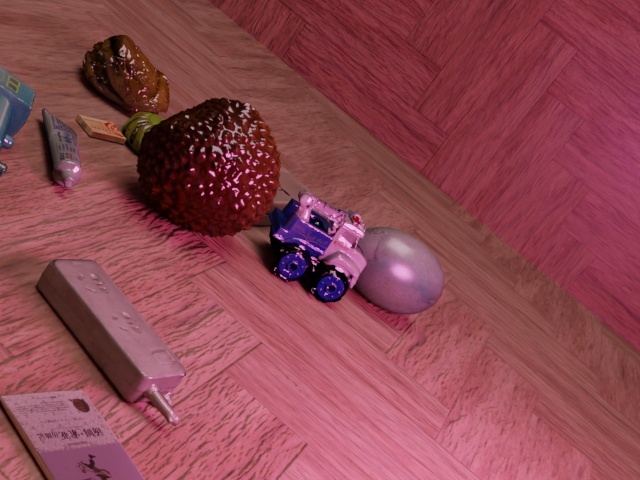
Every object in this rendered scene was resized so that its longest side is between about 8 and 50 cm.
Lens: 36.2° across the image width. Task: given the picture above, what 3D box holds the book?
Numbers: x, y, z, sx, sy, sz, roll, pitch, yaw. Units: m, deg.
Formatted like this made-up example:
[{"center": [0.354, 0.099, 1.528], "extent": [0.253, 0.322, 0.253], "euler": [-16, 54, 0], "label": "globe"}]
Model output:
[{"center": [-0.272, 0.237, 1.105], "extent": [0.182, 0.014, 0.127], "euler": [47, 19, 28], "label": "book"}]

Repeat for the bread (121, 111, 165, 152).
[{"center": [-0.342, -0.214, 2.010], "extent": [0.130, 0.071, 0.139], "euler": [28, 19, -14], "label": "bread"}]

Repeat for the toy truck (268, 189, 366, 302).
[{"center": [0.000, 0.000, 1.954], "extent": [0.213, 0.177, 0.161], "euler": [30, 18, -21], "label": "toy truck"}]

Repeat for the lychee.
[{"center": [-0.196, -0.126, 1.802], "extent": [0.267, 0.267, 0.267], "euler": [33, 18, -12], "label": "lychee"}]

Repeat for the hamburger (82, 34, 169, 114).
[{"center": [-0.415, -0.365, 2.153], "extent": [0.206, 0.130, 0.183], "euler": [32, 21, -23], "label": "hamburger"}]

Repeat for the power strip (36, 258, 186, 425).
[{"center": [-0.267, 0.135, 1.310], "extent": [0.288, 0.053, 0.093], "euler": [45, 19, 24], "label": "power strip"}]

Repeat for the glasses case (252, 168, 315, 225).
[{"center": [-0.123, -0.098, 2.136], "extent": [0.131, 0.070, 0.313], "euler": [44, 19, 19], "label": "glasses case"}]

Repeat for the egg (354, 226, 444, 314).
[{"center": [0.158, 0.064, 2.106], "extent": [0.236, 0.169, 0.169], "euler": [29, 20, -20], "label": "egg"}]

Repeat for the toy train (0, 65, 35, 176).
[{"center": [-0.546, -0.199, 1.507], "extent": [0.194, 0.120, 0.298], "euler": [37, 19, -27], "label": "toy train"}]

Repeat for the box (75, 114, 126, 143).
[{"center": [-0.432, -0.219, 1.934], "extent": [0.058, 0.015, 0.093], "euler": [46, 20, 29], "label": "box"}]

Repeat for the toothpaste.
[{"center": [-0.448, -0.159, 1.705], "extent": [0.069, 0.047, 0.268], "euler": [8, 27, -22], "label": "toothpaste"}]
